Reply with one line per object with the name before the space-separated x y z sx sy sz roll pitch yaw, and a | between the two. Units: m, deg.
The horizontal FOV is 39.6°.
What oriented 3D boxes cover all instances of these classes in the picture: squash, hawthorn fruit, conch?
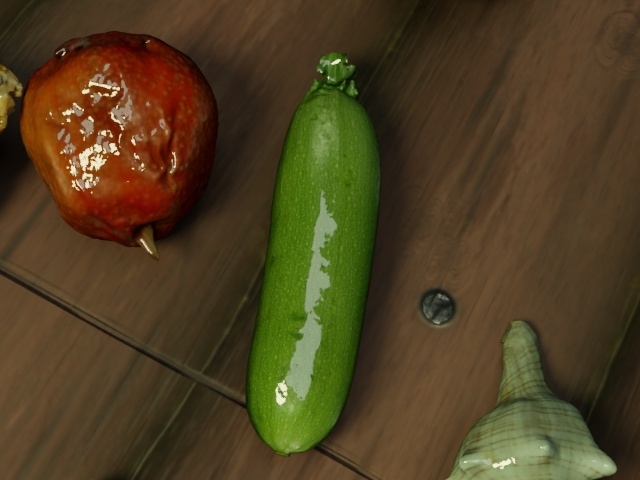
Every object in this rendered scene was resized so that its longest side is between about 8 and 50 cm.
squash | 0.000 0.000 0.787 0.101 0.101 0.379 9 67 -4
hawthorn fruit | -0.174 -0.090 0.768 0.173 0.173 0.179 19 67 0
conch | 0.185 0.185 0.738 0.137 0.114 0.234 41 63 -6

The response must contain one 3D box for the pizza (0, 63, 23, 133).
pizza | -0.327 -0.067 0.775 0.188 0.062 0.199 12 91 39
